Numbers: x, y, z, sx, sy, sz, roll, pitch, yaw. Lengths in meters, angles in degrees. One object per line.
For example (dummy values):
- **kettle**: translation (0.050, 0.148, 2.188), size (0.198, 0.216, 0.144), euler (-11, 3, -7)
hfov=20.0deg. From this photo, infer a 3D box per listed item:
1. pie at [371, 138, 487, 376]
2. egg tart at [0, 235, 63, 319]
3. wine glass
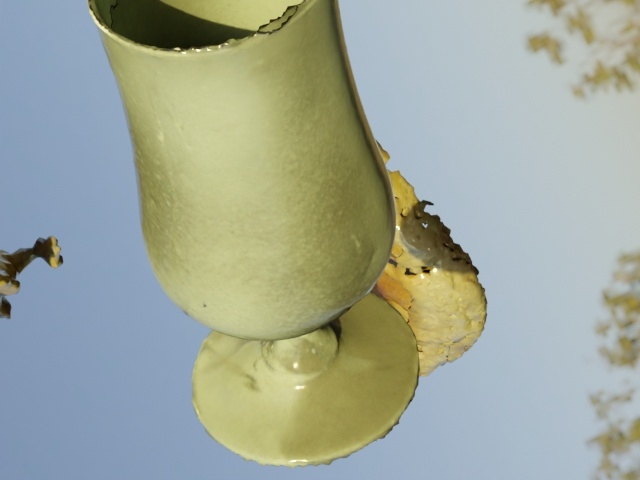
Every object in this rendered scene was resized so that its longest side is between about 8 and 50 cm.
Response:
- **pie**: translation (0.000, 0.000, 1.263), size (0.274, 0.055, 0.274), euler (31, 150, 21)
- **egg tart**: translation (-0.296, -0.066, 0.813), size (0.387, 0.169, 0.388), euler (25, -176, -2)
- **wine glass**: translation (-0.023, -0.018, 0.701), size (0.231, 0.103, 0.103), euler (77, 179, -48)
